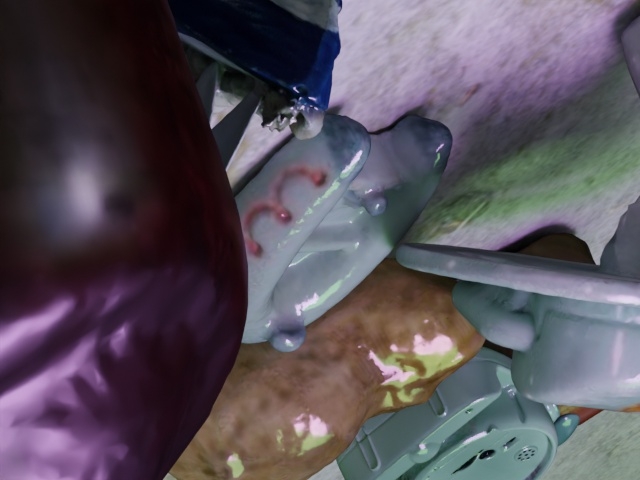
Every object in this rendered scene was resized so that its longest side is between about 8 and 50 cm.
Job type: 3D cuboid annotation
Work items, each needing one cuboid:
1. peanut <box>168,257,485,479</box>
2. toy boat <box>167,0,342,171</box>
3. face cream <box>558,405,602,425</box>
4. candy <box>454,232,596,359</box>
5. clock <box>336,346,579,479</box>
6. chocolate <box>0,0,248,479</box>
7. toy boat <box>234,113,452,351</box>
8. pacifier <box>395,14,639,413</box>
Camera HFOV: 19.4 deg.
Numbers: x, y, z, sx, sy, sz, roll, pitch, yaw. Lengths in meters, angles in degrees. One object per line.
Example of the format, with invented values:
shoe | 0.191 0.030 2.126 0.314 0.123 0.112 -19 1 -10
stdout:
peanut | -0.001 0.094 1.310 0.253 0.137 0.122 -31 127 -18
toy boat | -0.097 -0.032 0.844 0.070 0.210 0.291 35 106 -28
face cream | 0.287 0.069 1.649 0.214 0.096 0.096 -36 157 20
candy | 0.126 0.086 1.490 0.234 0.104 0.102 -33 153 11
clock | 0.115 0.154 1.424 0.148 0.060 0.188 -44 141 22
chocolate | -0.200 -0.009 0.613 0.384 0.331 0.383 -21 157 -10
toy boat | 0.000 0.000 1.193 0.134 0.079 0.207 -6 148 -48
pacifier | 0.220 -0.020 1.215 0.343 0.269 0.288 10 180 -19
